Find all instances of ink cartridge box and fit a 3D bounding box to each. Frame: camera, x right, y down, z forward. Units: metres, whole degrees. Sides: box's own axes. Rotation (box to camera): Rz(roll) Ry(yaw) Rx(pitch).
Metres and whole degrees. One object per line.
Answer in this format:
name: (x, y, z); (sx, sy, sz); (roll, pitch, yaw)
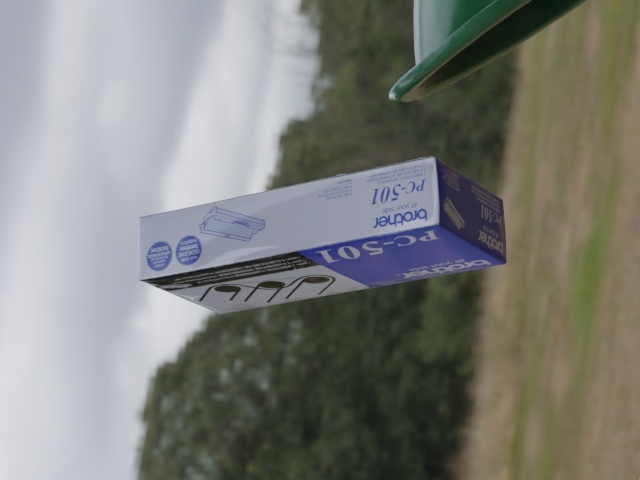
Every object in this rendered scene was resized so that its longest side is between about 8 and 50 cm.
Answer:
ink cartridge box: (0.000, 0.000, 1.185); (0.097, 0.207, 0.046); (26, -123, -57)

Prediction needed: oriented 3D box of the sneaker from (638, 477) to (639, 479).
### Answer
sneaker: (0.112, 0.041, 0.377); (0.210, 0.137, 0.366); (-59, 3, 31)

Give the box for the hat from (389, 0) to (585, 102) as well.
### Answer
hat: (0.078, -0.204, 1.069); (0.208, 0.183, 0.173); (-30, -5, -28)
